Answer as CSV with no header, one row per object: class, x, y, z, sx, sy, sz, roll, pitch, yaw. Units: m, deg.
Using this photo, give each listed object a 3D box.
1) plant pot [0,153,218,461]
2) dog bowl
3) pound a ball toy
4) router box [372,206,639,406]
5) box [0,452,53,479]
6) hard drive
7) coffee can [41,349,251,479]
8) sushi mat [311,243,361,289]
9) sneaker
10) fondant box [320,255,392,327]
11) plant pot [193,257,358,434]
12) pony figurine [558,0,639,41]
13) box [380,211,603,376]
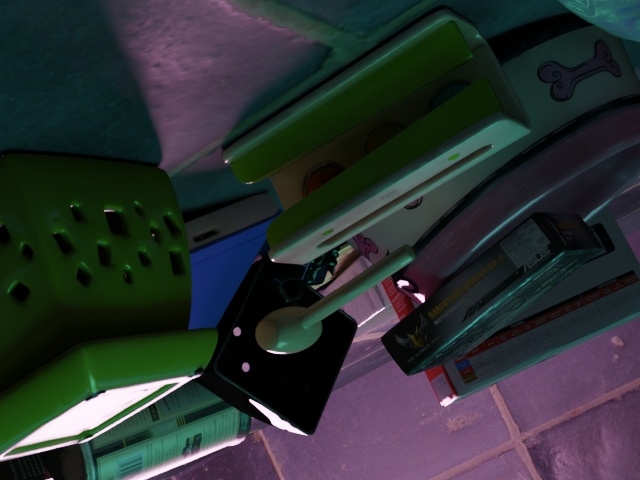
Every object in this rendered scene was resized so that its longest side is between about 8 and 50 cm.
plant pot,-0.241,0.068,1.008,0.228,0.207,0.227,-33,165,24
dog bowl,0.221,-0.071,1.324,0.408,0.150,0.408,-31,163,-11
pound a ball toy,0.055,-0.047,1.104,0.319,0.208,0.136,-32,166,22
router box,0.259,0.028,1.578,0.335,0.301,0.082,-21,166,-16
box,-0.478,0.346,1.808,0.191,0.143,0.381,-32,164,32
hard drive,-0.185,0.079,1.357,0.210,0.040,0.318,-24,159,-37
coffee can,-0.273,0.259,1.706,0.275,0.201,0.201,-17,164,-32
sushi mat,0.100,-0.003,1.788,0.317,0.019,0.151,-28,168,12
sneaker,0.000,0.000,1.446,0.081,0.090,0.232,-16,164,-36
fondant box,0.139,0.065,1.897,0.238,0.096,0.330,-23,172,-20
plant pot,-0.092,0.158,1.612,0.167,0.187,0.188,-16,-137,51
pony figurine,0.436,-0.195,1.087,0.303,0.363,0.351,-25,153,32
box,0.199,0.058,1.279,0.231,0.056,0.183,-41,164,22
